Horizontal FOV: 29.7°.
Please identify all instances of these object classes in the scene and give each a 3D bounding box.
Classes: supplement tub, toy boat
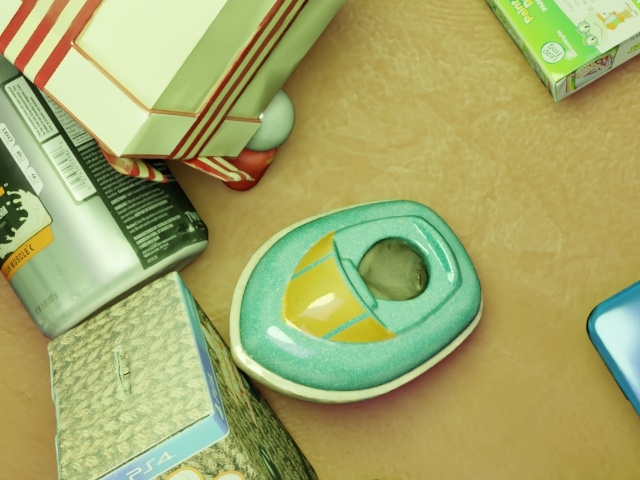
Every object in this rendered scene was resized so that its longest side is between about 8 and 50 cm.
[{"bbox_3d":[-0.268,-0.078,1.185,0.194,0.193,0.316,-34,87,3],"label":"supplement tub"},{"bbox_3d":[0.000,0.000,1.163,0.267,0.148,0.318,-28,75,-27],"label":"toy boat"}]

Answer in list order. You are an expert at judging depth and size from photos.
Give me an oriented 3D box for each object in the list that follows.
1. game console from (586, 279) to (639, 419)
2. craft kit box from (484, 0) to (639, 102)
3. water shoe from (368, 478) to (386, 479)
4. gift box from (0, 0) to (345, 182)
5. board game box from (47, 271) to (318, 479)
[{"bbox_3d":[0.446,0.125,1.180,0.293,0.250,0.173,-30,45,3],"label":"game console"},{"bbox_3d":[0.270,-0.300,1.185,0.247,0.061,0.250,-30,69,0],"label":"craft kit box"},{"bbox_3d":[0.121,0.311,1.226,0.203,0.073,0.080,23,112,8],"label":"water shoe"},{"bbox_3d":[-0.128,-0.203,1.032,0.255,0.276,0.258,43,105,18],"label":"gift box"},{"bbox_3d":[-0.105,0.218,1.093,0.141,0.232,0.291,-30,121,2],"label":"board game box"}]
